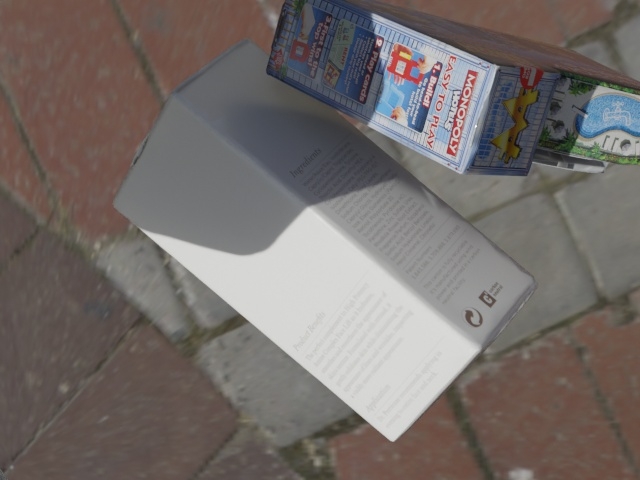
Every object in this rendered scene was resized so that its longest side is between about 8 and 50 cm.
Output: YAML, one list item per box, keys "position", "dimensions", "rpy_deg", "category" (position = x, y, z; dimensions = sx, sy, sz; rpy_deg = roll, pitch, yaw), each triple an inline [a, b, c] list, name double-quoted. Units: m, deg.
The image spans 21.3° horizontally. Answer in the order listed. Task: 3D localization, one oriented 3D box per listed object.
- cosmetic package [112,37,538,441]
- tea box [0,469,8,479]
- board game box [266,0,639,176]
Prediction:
- position: [0.000, 0.000, 1.014]
  dimensions: [0.231, 0.117, 0.085]
  rpy_deg: [42, 46, 4]
  category: "cosmetic package"
- position: [-0.192, 0.189, 0.227]
  dimensions: [0.329, 0.323, 0.220]
  rpy_deg: [-42, 73, 8]
  category: "tea box"
- position: [0.092, -0.077, 0.919]
  dimensions: [0.194, 0.194, 0.060]
  rpy_deg: [11, 104, -21]
  category: "board game box"
